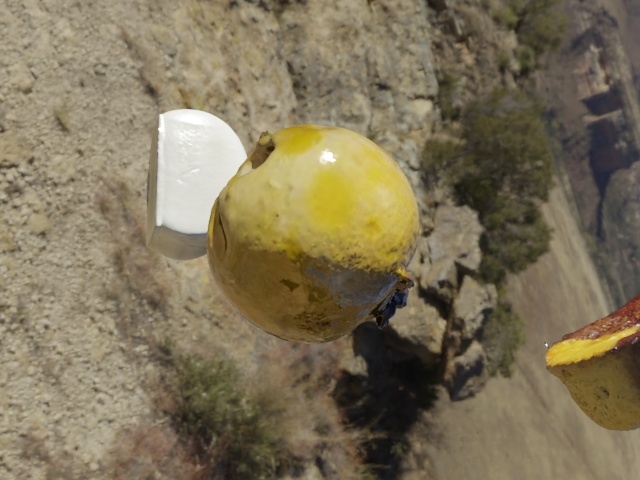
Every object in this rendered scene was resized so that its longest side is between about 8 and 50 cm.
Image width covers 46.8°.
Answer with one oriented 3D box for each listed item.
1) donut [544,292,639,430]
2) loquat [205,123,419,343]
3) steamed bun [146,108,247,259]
[{"bbox_3d":[0.204,0.057,0.430,0.059,0.140,0.140,60,23,8],"label":"donut"},{"bbox_3d":[0.000,0.000,0.787,0.244,0.243,0.244,45,36,-47],"label":"loquat"},{"bbox_3d":[-0.213,-0.093,1.286,0.164,0.146,0.242,4,69,-21],"label":"steamed bun"}]
